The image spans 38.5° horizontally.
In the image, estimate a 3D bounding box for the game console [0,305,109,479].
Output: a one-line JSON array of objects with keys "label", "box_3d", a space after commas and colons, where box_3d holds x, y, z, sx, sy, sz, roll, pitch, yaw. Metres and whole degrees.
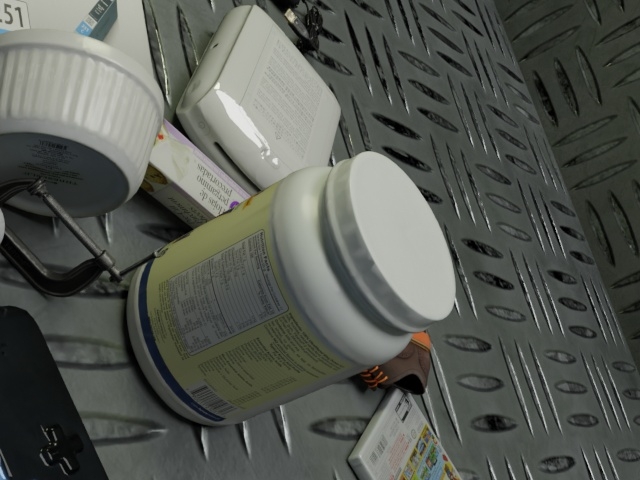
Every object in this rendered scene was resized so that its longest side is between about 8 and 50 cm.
[{"label": "game console", "box_3d": [-0.316, 0.233, 0.725, 0.386, 0.060, 0.342, -11, 76, -61]}]

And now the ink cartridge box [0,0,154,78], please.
[{"label": "ink cartridge box", "box_3d": [-0.338, -0.314, 1.098, 0.296, 0.066, 0.261, -1, 79, -59]}]

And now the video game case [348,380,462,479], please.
[{"label": "video game case", "box_3d": [0.136, 0.353, 1.398, 0.206, 0.026, 0.227, 59, 28, -7]}]

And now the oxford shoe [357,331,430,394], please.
[{"label": "oxford shoe", "box_3d": [0.081, 0.170, 1.382, 0.271, 0.097, 0.098, 21, 55, -41]}]

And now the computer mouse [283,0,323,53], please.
[{"label": "computer mouse", "box_3d": [-0.077, -0.469, 1.712, 0.262, 0.060, 0.184, 57, 23, -35]}]

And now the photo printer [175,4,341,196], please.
[{"label": "photo printer", "box_3d": [-0.088, -0.187, 1.398, 0.256, 0.107, 0.307, 47, 33, -26]}]

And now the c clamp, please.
[{"label": "c clamp", "box_3d": [-0.264, -0.007, 0.932, 0.161, 0.137, 0.022, 46, 27, -17]}]

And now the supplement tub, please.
[{"label": "supplement tub", "box_3d": [-0.035, 0.058, 1.052, 0.235, 0.325, 0.235, 39, 36, -37]}]

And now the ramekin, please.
[{"label": "ramekin", "box_3d": [-0.271, -0.109, 0.945, 0.207, 0.207, 0.109, 33, 49, -42]}]

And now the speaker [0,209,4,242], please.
[{"label": "speaker", "box_3d": [-0.366, -0.014, 0.855, 0.136, 0.055, 0.055, 2, 65, -59]}]

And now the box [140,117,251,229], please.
[{"label": "box", "box_3d": [-0.207, -0.107, 1.123, 0.324, 0.067, 0.063, 44, 54, -46]}]
